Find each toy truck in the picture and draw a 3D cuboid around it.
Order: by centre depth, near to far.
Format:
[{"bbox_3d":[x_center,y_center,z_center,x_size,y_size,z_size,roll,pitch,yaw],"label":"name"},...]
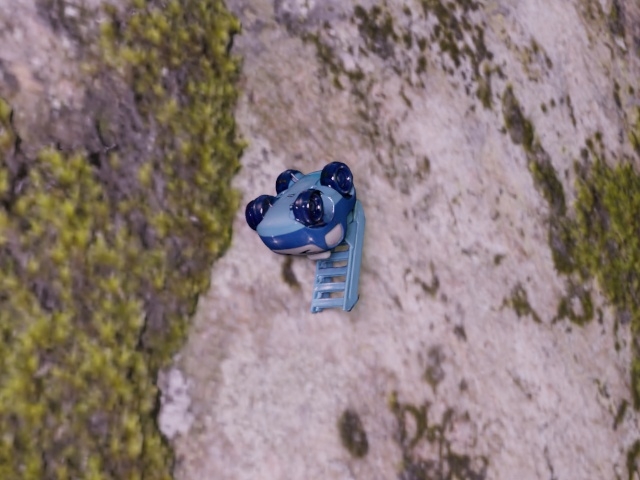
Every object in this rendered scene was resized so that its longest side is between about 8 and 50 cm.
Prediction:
[{"bbox_3d":[0.000,0.000,0.819,0.073,0.056,0.090,-44,118,-43],"label":"toy truck"}]
